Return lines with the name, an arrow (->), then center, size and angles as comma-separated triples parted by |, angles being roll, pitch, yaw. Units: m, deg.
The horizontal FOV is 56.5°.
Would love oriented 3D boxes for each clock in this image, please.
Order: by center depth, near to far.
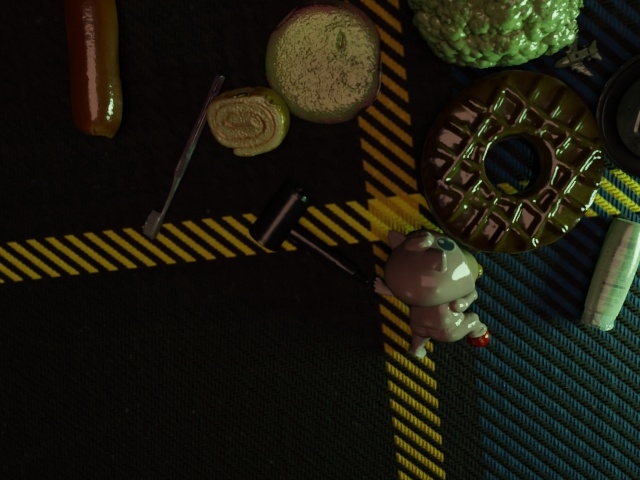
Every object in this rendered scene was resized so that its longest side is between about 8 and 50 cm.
clock -> 0.588, -0.213, 1.010 | 0.226, 0.049, 0.226 | 14, 111, 42

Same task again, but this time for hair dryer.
hair dryer -> 0.000, 0.000, 1.162 | 0.255, 0.070, 0.128 | 33, 102, -10

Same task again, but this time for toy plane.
toy plane -> 0.459, -0.328, 1.064 | 0.083, 0.033, 0.080 | -19, 89, 8

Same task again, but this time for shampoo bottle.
shampoo bottle -> 0.555, 0.065, 1.134 | 0.072, 0.049, 0.213 | 15, 102, -3

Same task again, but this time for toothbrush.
toothbrush -> -0.269, -0.161, 1.159 | 0.029, 0.024, 0.354 | 29, 103, 6

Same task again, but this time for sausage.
sausage -> -0.419, -0.340, 1.101 | 0.089, 0.083, 0.300 | 2, 101, 16

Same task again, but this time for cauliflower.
cauliflower -> 0.290, -0.419, 0.978 | 0.272, 0.275, 0.250 | 7, 66, 25

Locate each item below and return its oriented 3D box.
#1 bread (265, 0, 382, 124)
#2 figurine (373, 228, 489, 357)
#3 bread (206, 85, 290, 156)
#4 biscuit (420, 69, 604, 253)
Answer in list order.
bread -> 0.009, -0.328, 1.097 | 0.228, 0.033, 0.229 | 1, 102, 4
figurine -> 0.219, 0.094, 1.132 | 0.186, 0.176, 0.288 | -38, 119, -30
bread -> -0.133, -0.218, 1.102 | 0.149, 0.073, 0.122 | -5, 113, 11
biscuit -> 0.340, -0.136, 1.065 | 0.331, 0.103, 0.332 | 0, 96, 1
